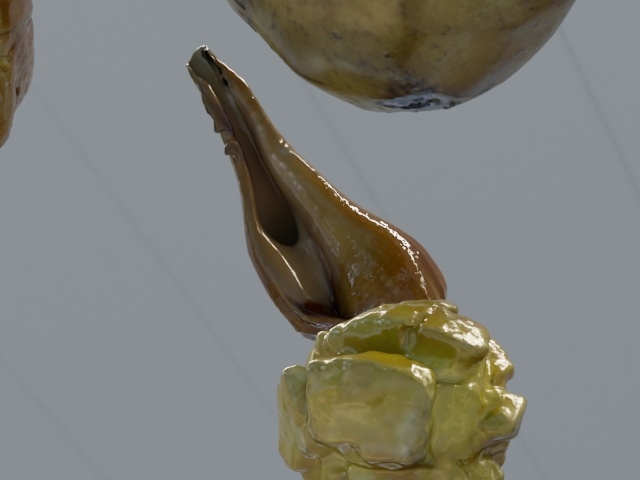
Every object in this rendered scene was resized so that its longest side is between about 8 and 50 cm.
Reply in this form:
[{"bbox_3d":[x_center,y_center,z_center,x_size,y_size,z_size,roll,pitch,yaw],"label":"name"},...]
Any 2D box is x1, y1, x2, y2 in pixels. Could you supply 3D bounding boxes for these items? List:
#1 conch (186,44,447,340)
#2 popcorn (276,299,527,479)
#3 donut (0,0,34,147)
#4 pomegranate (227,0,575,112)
[{"bbox_3d":[0.000,0.001,1.370,0.109,0.330,0.093,-37,-13,-4],"label":"conch"},{"bbox_3d":[0.047,0.105,1.133,0.148,0.152,0.167,-6,-29,2],"label":"popcorn"},{"bbox_3d":[-0.302,-0.148,1.339,0.226,0.114,0.226,11,-49,13],"label":"donut"},{"bbox_3d":[0.053,-0.228,1.275,0.281,0.281,0.281,3,-45,2],"label":"pomegranate"}]
